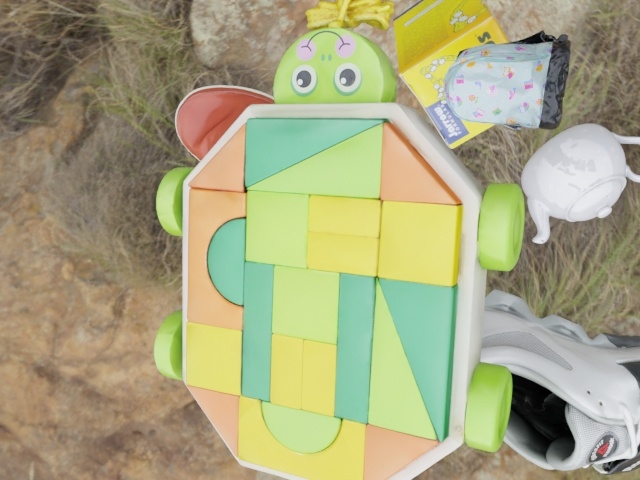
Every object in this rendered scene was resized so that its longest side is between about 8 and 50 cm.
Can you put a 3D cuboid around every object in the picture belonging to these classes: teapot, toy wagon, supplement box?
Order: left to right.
[{"bbox_3d":[0.000,0.000,0.447,0.268,0.068,0.344,6,99,25],"label":"toy wagon"},{"bbox_3d":[0.287,-0.385,1.321,0.195,0.356,0.194,-30,119,23],"label":"supplement box"},{"bbox_3d":[0.614,-0.135,1.477,0.253,0.187,0.256,-9,144,-29],"label":"teapot"}]

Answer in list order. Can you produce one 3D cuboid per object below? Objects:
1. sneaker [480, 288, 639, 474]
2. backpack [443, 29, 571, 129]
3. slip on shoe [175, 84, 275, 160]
[{"bbox_3d":[0.244,0.150,0.545,0.331,0.146,0.122,12,121,6],"label":"sneaker"},{"bbox_3d":[0.287,-0.246,0.992,0.182,0.115,0.151,7,115,16],"label":"backpack"},{"bbox_3d":[-0.071,-0.098,0.731,0.331,0.101,0.122,36,113,34],"label":"slip on shoe"}]
